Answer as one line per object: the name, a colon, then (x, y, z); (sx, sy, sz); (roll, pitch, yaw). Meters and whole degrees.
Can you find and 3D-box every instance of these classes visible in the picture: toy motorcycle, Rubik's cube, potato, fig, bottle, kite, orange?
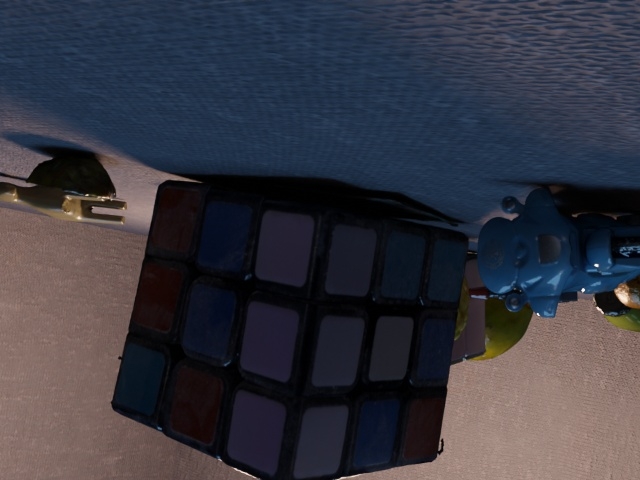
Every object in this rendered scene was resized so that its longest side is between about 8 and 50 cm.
toy motorcycle: (0.248, 0.016, 0.858); (0.182, 0.124, 0.272); (-2, 175, 5)
Rubik's cube: (0.192, 0.140, 1.751); (0.231, 0.221, 0.224); (4, -172, 43)
Rubik's cube: (-0.034, 0.119, 1.192); (0.358, 0.362, 0.363); (11, 178, 38)
potato: (-0.340, -0.091, 1.159); (0.119, 0.054, 0.198); (9, -179, -10)
fig: (0.379, 0.155, 1.961); (0.239, 0.240, 0.271); (12, 148, -37)
bottle: (0.617, 0.124, 1.660); (0.112, 0.112, 0.260); (6, 176, 37)
kite: (0.046, -0.051, 1.147); (0.335, 0.012, 0.314); (11, 177, -15)
orange: (0.509, 0.070, 1.340); (0.085, 0.085, 0.085); (9, 176, 1)

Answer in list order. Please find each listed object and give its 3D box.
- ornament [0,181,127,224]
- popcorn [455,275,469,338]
ornament: (-0.552, -0.082, 1.731); (0.244, 0.061, 0.230); (5, 175, 4)
popcorn: (0.144, 0.085, 1.458); (0.259, 0.212, 0.259); (16, -176, -1)
